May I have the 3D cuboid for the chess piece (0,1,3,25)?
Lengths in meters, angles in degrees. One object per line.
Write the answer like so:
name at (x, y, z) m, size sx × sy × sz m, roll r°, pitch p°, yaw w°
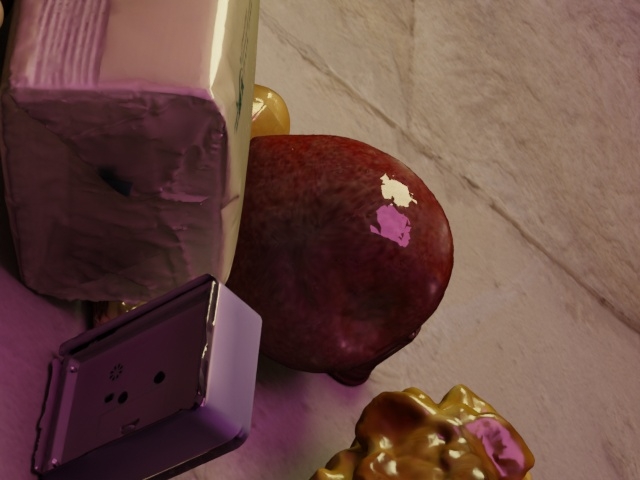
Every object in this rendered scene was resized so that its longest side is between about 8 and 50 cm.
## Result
chess piece at (-0.358, -0.107, 1.437) m, size 0.139 × 0.307 × 0.124 m, roll 35°, pitch 40°, yaw -36°

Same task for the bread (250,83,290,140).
bread at (-0.074, -0.133, 2.090) m, size 0.115 × 0.056 × 0.082 m, roll 5°, pitch 61°, yaw -53°

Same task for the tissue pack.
tissue pack at (-0.163, -0.168, 1.767) m, size 0.297 × 0.207 × 0.380 m, roll 95°, pitch -1°, yaw -52°

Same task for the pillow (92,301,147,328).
pillow at (-0.156, 0.028, 1.870) m, size 0.126 × 0.043 × 0.232 m, roll 33°, pitch 44°, yaw -30°

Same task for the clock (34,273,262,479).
clock at (-0.146, 0.129, 1.662) m, size 0.073 × 0.193 × 0.144 m, roll 40°, pitch 39°, yaw -33°

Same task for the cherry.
cherry at (0.007, 0.008, 1.956) m, size 0.206 × 0.239 × 0.239 m, roll 43°, pitch 36°, yaw -37°

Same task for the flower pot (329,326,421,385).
flower pot at (0.050, 0.086, 2.065) m, size 0.111 × 0.089 × 0.111 m, roll 34°, pitch 41°, yaw -37°

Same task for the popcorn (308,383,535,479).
popcorn at (0.105, 0.275, 1.898) m, size 0.332 × 0.225 × 0.265 m, roll 54°, pitch 38°, yaw -54°

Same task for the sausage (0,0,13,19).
sausage at (-0.307, -0.323, 1.853) m, size 0.354 × 0.116 × 0.134 m, roll -76°, pitch 169°, yaw -47°
